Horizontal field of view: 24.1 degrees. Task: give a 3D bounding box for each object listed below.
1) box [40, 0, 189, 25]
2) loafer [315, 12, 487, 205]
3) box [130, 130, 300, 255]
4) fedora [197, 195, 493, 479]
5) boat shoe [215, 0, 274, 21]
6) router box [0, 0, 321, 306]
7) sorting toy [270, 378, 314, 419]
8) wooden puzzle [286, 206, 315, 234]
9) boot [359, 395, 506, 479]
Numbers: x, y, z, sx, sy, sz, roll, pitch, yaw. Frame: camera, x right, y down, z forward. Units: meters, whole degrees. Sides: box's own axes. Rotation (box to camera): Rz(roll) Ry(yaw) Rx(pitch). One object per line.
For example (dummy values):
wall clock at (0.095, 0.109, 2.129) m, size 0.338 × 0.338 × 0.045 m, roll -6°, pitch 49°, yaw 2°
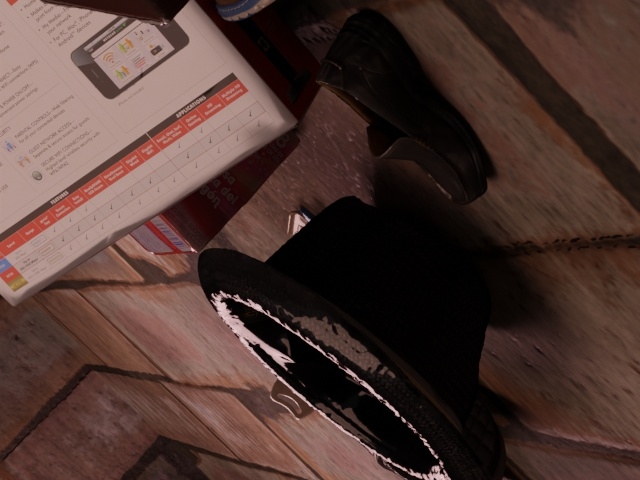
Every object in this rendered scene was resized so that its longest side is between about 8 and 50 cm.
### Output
box at (-0.128, -0.256, 0.843) m, size 0.167 × 0.168 × 0.203 m, roll 20°, pitch 153°, yaw 52°
loafer at (0.056, -0.080, 1.063) m, size 0.170 × 0.061 × 0.062 m, roll 49°, pitch 161°, yaw -25°
box at (-0.185, -0.137, 1.313) m, size 0.300 × 0.142 × 0.154 m, roll 46°, pitch 163°, yaw -14°
fedora at (0.054, 0.074, 1.293) m, size 0.334 × 0.152 × 0.334 m, roll 36°, pitch 167°, yaw 10°
boat shoe at (-0.030, -0.197, 0.973) m, size 0.066 × 0.066 × 0.183 m, roll 51°, pitch 152°, yaw -13°
router box at (-0.217, -0.142, 1.142) m, size 0.335 × 0.082 × 0.301 m, roll -29°, pitch 110°, yaw 32°
sorting toy at (-0.022, 0.183, 1.874) m, size 0.083 × 0.075 × 0.045 m, roll 39°, pitch 163°, yaw 11°
wooden puzzle at (0.000, 0.000, 1.478) m, size 0.078 × 0.014 × 0.116 m, roll 37°, pitch 163°, yaw 1°
boot at (0.148, 0.242, 1.624) m, size 0.223 × 0.118 × 0.338 m, roll 46°, pitch 174°, yaw -25°
